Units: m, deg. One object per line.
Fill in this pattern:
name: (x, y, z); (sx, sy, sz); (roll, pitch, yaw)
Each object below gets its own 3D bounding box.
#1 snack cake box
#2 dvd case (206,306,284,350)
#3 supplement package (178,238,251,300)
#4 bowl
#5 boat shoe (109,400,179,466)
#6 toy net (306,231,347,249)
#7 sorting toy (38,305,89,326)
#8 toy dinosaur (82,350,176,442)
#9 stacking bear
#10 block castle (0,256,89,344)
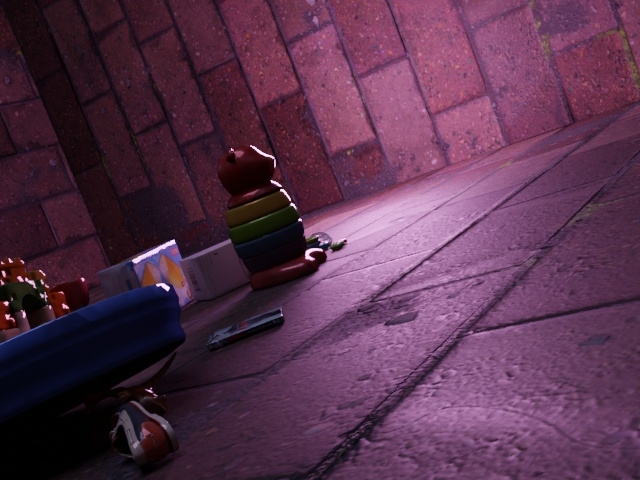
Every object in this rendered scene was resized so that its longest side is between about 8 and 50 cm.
snack cake box: (-0.383, 0.103, 1.868); (0.089, 0.152, 0.264); (-20, 6, 13)
dvd case: (-0.112, 0.133, 1.262); (0.120, 0.013, 0.087); (-22, 5, -1)
supplement package: (-0.213, 0.057, 1.916); (0.179, 0.105, 0.105); (-25, 6, -30)
bowl: (-0.342, 0.175, 1.020); (0.391, 0.077, 0.391); (-28, -5, -3)
boat shoe: (-0.181, 0.189, 0.807); (0.043, 0.049, 0.137); (-27, 12, -29)
toy net: (0.000, 0.000, 1.979); (0.122, 0.045, 0.232); (-21, 5, 4)
sorting toy: (-0.412, 0.174, 1.413); (0.127, 0.126, 0.365); (-22, 6, -2)
toy dinosaur: (-0.211, 0.187, 0.960); (0.112, 0.064, 0.211); (-10, 6, -13)
stacking bear: (-0.120, -0.059, 1.723); (0.164, 0.288, 0.175); (-20, 6, 12)
block castle: (-0.642, 0.171, 1.521); (0.303, 0.212, 0.453); (-20, -4, 17)
